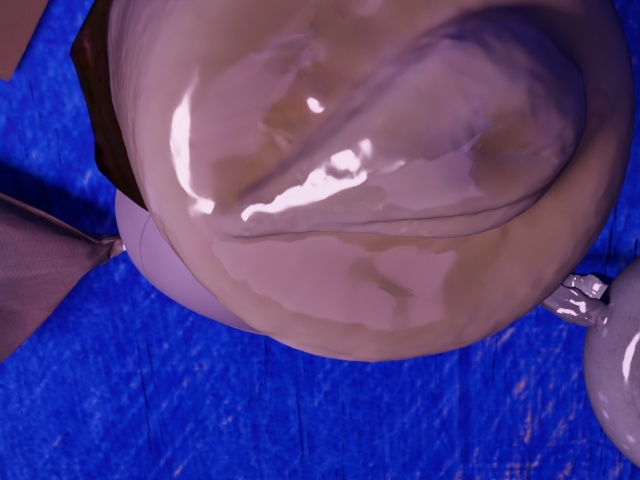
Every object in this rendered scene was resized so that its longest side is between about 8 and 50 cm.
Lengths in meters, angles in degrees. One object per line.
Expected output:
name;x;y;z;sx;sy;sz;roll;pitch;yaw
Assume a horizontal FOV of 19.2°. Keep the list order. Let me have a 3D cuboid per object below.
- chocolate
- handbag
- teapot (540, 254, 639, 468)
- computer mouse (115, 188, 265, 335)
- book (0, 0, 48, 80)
chocolate;0.018;-0.073;1.094;0.314;0.297;0.326;28;114;-12
handbag;-0.301;0.005;1.367;0.270;0.117;0.182;28;115;-27
teapot;0.291;0.088;1.404;0.294;0.129;0.193;25;102;3
computer mouse;0.000;0.000;1.350;0.296;0.121;0.184;16;134;-12
book;-0.273;-0.186;1.234;0.198;0.016;0.138;20;134;-18
